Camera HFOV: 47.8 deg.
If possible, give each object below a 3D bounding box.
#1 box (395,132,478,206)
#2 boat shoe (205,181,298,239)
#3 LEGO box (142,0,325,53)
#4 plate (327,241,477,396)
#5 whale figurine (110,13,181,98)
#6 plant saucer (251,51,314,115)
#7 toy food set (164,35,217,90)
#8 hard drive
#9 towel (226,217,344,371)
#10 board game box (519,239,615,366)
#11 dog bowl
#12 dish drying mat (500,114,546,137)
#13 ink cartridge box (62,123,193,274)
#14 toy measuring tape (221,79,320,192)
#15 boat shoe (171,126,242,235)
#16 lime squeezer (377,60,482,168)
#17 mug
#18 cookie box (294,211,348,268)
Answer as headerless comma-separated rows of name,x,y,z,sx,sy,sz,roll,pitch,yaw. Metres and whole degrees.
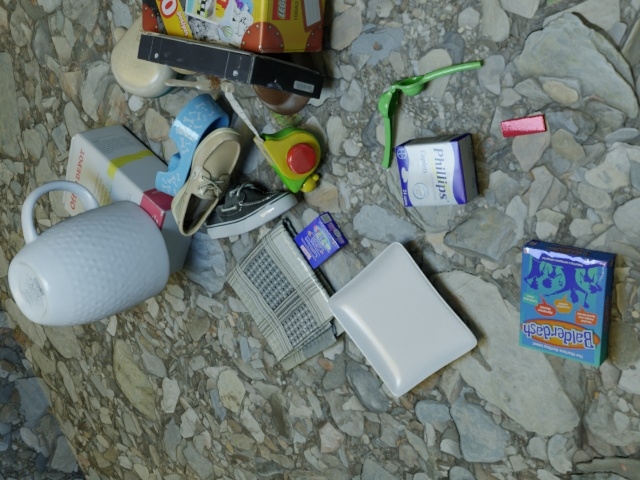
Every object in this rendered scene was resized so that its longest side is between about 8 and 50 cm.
box,0.229,-0.137,1.420,0.137,0.072,0.126,-2,106,33
boat shoe,-0.194,-0.084,1.782,0.335,0.121,0.119,-15,101,45
LEGO box,-0.173,-0.660,1.466,0.372,0.193,0.501,19,115,35
plate,0.178,0.175,1.605,0.278,0.045,0.277,52,130,9
whale figurine,-0.415,-0.494,1.825,0.216,0.141,0.272,19,97,13
plant saucer,-0.099,-0.382,1.644,0.198,0.036,0.199,16,116,36
toy food set,-0.317,-0.465,1.751,0.132,0.038,0.192,4,101,-4
hard drive,-0.191,-0.372,1.538,0.338,0.236,0.064,19,102,35
towel,-0.092,0.154,1.835,0.312,0.056,0.324,-41,79,42
board game box,0.456,0.116,1.349,0.160,0.047,0.211,11,115,38
dog bowl,-0.316,-0.224,1.815,0.074,0.166,0.297,36,127,10
dish drying mat,0.371,-0.209,1.323,0.083,0.008,0.032,-3,105,41
ink cartridge box,-0.538,-0.107,2.043,0.384,0.160,0.279,40,129,20
toy measuring tape,-0.088,-0.240,1.590,0.121,0.121,0.330,0,136,41
boat shoe,-0.269,-0.137,1.743,0.302,0.109,0.098,-52,40,31
lime squeezer,0.179,-0.275,1.431,0.110,0.058,0.310,53,132,12
mug,-0.614,0.028,1.828,0.276,0.328,0.374,-16,97,41
cookie box,0.000,0.000,1.703,0.107,0.040,0.092,-41,79,42
